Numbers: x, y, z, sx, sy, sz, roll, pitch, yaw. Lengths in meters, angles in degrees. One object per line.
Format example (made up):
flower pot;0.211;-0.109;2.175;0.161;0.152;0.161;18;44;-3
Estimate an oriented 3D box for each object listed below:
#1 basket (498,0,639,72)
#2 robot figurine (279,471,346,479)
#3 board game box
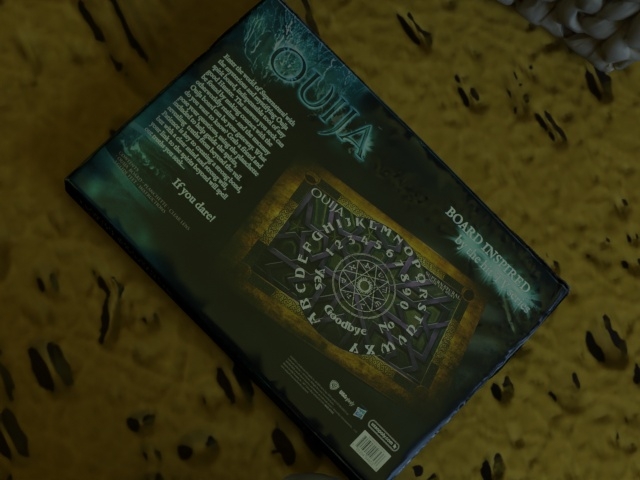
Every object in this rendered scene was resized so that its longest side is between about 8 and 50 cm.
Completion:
basket;0.132;-0.285;0.583;0.266;0.331;0.328;32;77;-4
robot figurine;-0.002;0.218;0.537;0.353;0.200;0.300;18;116;-4
board game box;0.000;0.000;0.665;0.126;0.026;0.186;-44;88;-13
